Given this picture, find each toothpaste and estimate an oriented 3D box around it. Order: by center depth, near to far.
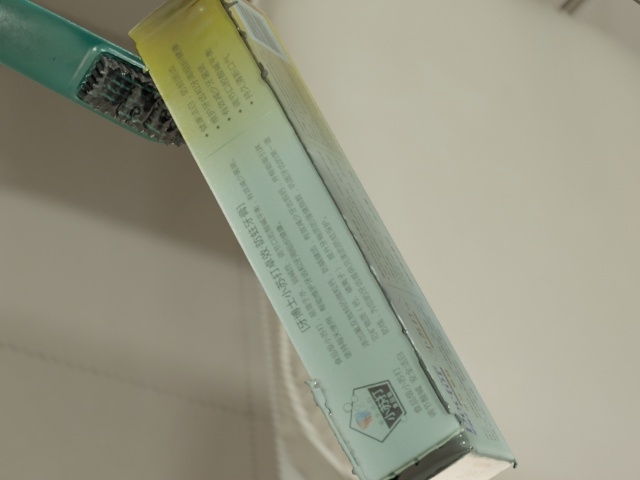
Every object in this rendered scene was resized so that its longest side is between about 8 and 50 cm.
[{"bbox_3d":[0.000,0.000,0.930,0.313,0.071,0.089,61,14,21],"label":"toothpaste"}]

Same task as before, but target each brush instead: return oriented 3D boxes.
[{"bbox_3d":[-0.145,-0.102,0.983,0.193,0.043,0.032,26,13,-34],"label":"brush"}]

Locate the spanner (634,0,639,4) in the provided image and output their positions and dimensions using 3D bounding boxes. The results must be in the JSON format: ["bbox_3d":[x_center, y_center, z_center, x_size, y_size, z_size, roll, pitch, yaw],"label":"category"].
[{"bbox_3d":[0.348,-0.133,1.129,0.325,0.095,0.040,23,17,38],"label":"spanner"}]
